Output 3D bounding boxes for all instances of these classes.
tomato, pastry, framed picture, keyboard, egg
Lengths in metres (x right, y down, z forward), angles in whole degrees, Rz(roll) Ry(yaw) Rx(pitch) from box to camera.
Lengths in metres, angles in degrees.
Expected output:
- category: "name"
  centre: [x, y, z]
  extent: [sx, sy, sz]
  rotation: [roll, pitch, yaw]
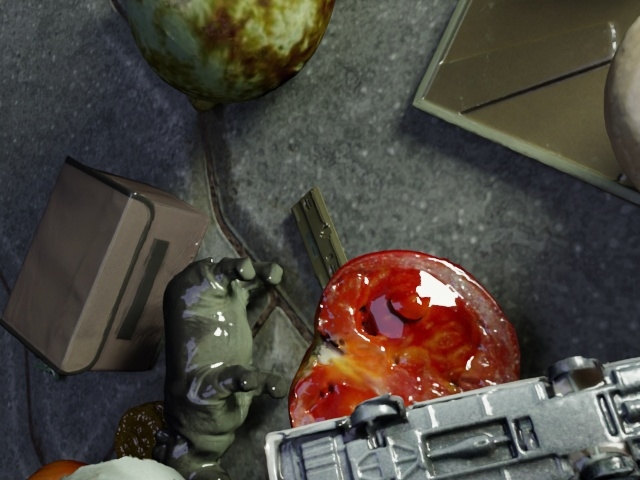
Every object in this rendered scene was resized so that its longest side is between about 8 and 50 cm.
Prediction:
- category: "tomato"
  centre: [0.078, 0.135, 0.893]
  extent: [0.200, 0.139, 0.233]
  rotation: [21, 78, 6]
- category: "pastry"
  centre: [-0.218, 0.258, 1.210]
  extent: [0.097, 0.057, 0.109]
  rotation: [31, 103, 37]
- category: "framed picture"
  centre: [0.250, -0.189, 0.911]
  extent: [0.324, 0.020, 0.240]
  rotation: [31, 101, 43]
- category: "keyboard"
  centre: [0.000, 0.000, 1.100]
  extent: [0.049, 0.015, 0.129]
  rotation: [-43, 54, 33]
- category: "egg"
  centre: [-0.095, -0.302, 1.114]
  extent: [0.289, 0.238, 0.238]
  rotation: [-47, 49, -2]

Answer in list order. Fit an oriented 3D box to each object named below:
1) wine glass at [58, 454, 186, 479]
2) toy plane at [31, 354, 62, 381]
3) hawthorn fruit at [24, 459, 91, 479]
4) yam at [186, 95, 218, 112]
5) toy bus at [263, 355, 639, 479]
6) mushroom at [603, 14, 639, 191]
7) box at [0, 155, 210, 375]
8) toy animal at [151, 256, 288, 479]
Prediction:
- category: "wine glass"
  centre: [-0.182, 0.385, 0.894]
  extent: [0.238, 0.238, 0.323]
  rotation: [-49, 34, 23]
- category: "toy plane"
  centre: [-0.413, 0.179, 1.422]
  extent: [0.080, 0.033, 0.083]
  rotation: [-36, 57, 14]
- category: "hawthorn fruit"
  centre: [-0.306, 0.365, 1.214]
  extent: [0.203, 0.162, 0.163]
  rotation: [-10, 72, 18]
- category: "yam"
  centre: [-0.206, -0.299, 1.330]
  extent: [0.066, 0.066, 0.300]
  rotation: [-48, 53, 23]
- category: "toy bus"
  centre: [0.129, 0.176, 0.744]
  extent: [0.342, 0.138, 0.097]
  rotation: [-10, 61, -5]
- category: "mushroom"
  centre: [0.316, -0.101, 0.709]
  extent: [0.206, 0.209, 0.206]
  rotation: [15, 121, 27]
- category: "box"
  centre: [-0.290, 0.039, 1.263]
  extent: [0.188, 0.153, 0.252]
  rotation: [26, 97, 42]
- category: "toy animal"
  centre: [-0.133, 0.185, 1.104]
  extent: [0.168, 0.106, 0.343]
  rotation: [4, 80, 34]
